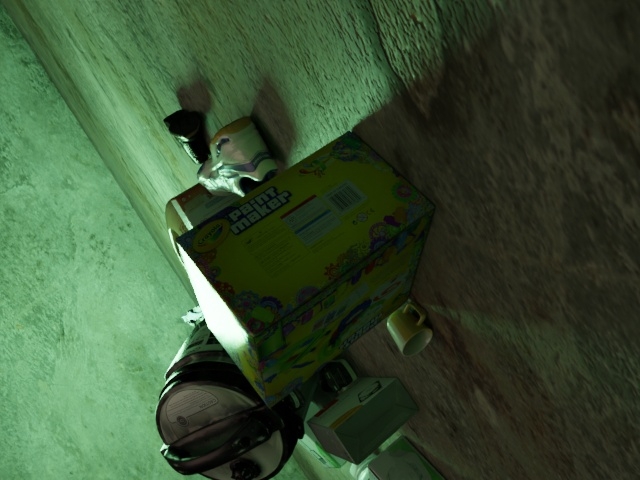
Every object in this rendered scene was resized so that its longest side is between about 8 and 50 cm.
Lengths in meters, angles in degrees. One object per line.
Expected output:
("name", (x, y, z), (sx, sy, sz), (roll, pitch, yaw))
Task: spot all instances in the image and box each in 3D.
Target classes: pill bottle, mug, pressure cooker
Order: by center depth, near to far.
("mug", (0.149, 0.144, 0.991), (0.062, 0.078, 0.064), (29, -164, -48))
("pressure cooker", (-0.205, 0.405, 1.516), (0.375, 0.420, 0.370), (16, 121, 6))
("pill bottle", (0.185, 0.705, 1.679), (0.216, 0.121, 0.121), (40, 155, 38))

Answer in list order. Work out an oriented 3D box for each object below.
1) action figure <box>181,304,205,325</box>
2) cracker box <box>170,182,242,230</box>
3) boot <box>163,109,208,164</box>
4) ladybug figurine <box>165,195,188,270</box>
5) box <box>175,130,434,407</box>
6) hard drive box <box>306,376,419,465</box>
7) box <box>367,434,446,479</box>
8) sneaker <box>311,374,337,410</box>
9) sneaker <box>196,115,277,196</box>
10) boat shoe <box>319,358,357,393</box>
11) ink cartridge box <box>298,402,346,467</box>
("action figure", (-0.311, 0.244, 2.030), (0.341, 0.178, 0.330), (-17, 103, 44))
("cracker box", (-0.218, -0.037, 1.384), (0.232, 0.155, 0.067), (60, 159, -14))
("boot", (-0.295, -0.230, 1.399), (0.137, 0.076, 0.198), (61, 173, -29))
("ladybug figurine", (-0.287, 0.013, 1.610), (0.305, 0.161, 0.449), (50, 160, 12))
("box", (-0.017, 0.051, 0.860), (0.177, 0.289, 0.279), (46, 157, 24))
("hard drive box", (0.088, 0.395, 1.327), (0.089, 0.181, 0.232), (55, 160, 2))
("box", (0.244, 0.646, 1.441), (0.262, 0.126, 0.231), (41, 155, 36))
("sneaker", (-0.059, 0.430, 1.795), (0.286, 0.130, 0.109), (53, 159, 3))
("sneaker", (-0.166, -0.125, 1.190), (0.131, 0.111, 0.296), (54, 161, 3))
("boat shoe", (0.026, 0.367, 1.578), (0.084, 0.079, 0.233), (51, 161, 6))
("ink cartridge box", (0.003, 0.633, 1.948), (0.211, 0.121, 0.289), (42, 158, 8))
